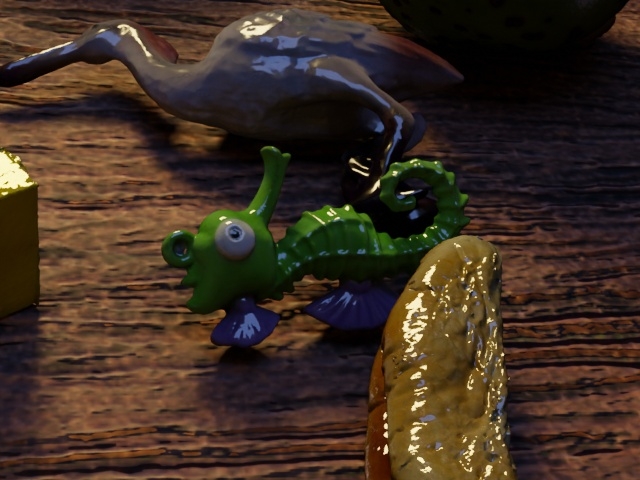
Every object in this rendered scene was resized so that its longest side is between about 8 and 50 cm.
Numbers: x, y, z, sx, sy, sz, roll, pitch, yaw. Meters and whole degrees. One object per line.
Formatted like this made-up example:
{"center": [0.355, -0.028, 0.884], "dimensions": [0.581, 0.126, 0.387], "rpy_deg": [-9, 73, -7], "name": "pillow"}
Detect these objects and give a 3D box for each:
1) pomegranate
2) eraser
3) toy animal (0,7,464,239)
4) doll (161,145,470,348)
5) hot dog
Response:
{"center": [0.155, -0.251, 1.053], "dimensions": [0.270, 0.254, 0.254], "rpy_deg": [38, 26, -34], "name": "pomegranate"}
{"center": [-0.216, 0.012, 0.761], "dimensions": [0.122, 0.097, 0.045], "rpy_deg": [-22, 49, -35], "name": "eraser"}
{"center": [-0.039, -0.106, 0.943], "dimensions": [0.324, 0.090, 0.195], "rpy_deg": [29, 49, 20], "name": "toy animal"}
{"center": [0.000, 0.000, 0.814], "dimensions": [0.190, 0.115, 0.050], "rpy_deg": [-6, 9, -18], "name": "doll"}
{"center": [0.063, 0.091, 0.740], "dimensions": [0.073, 0.084, 0.243], "rpy_deg": [9, 41, -4], "name": "hot dog"}
